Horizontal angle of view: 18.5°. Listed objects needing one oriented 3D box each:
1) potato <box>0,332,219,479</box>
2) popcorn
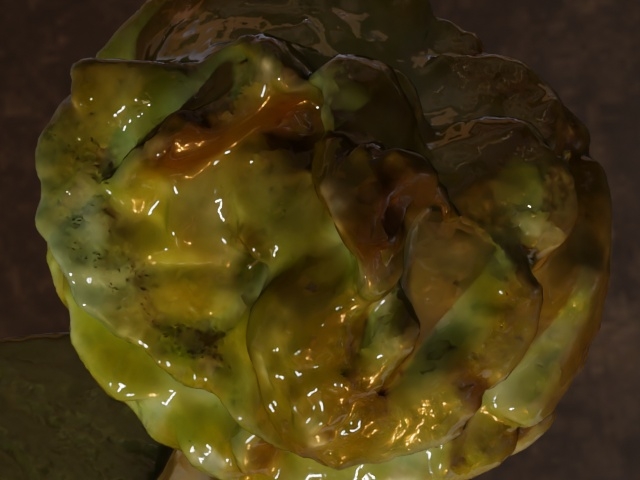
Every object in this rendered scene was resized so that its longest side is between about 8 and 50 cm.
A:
[{"bbox_3d":[-0.197,0.217,0.924,0.280,0.213,0.330,93,-161,-46],"label":"potato"},{"bbox_3d":[0.000,0.000,0.749,0.184,0.221,0.204,-25,-48,-58],"label":"popcorn"}]
